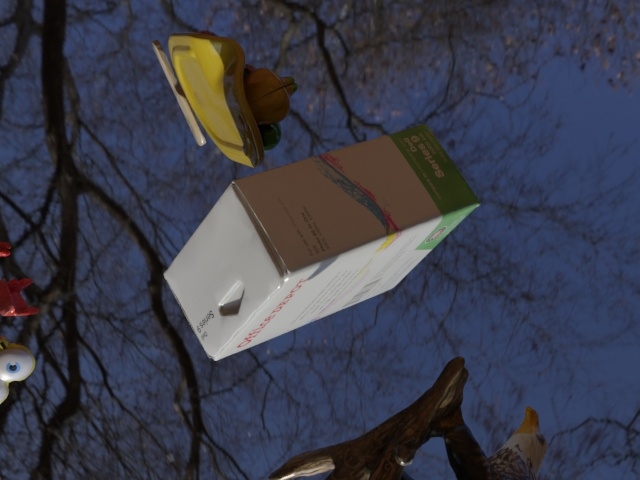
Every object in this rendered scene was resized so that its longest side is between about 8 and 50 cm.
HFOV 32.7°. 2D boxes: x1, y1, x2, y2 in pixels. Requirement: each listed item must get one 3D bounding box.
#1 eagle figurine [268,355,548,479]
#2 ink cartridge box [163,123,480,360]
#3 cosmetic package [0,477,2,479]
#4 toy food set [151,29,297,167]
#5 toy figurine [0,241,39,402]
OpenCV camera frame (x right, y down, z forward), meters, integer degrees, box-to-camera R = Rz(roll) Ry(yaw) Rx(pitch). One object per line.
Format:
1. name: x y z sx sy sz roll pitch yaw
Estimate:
1. eagle figurine: 0.147 0.217 0.766 0.298 0.226 0.225 45 -106 -14
2. ink cartridge box: 0.000 0.000 0.894 0.212 0.154 0.093 -22 -107 -38
3. cosmetic package: -0.221 0.346 0.643 0.156 0.217 0.385 6 -143 -47
4. toy food set: -0.076 -0.141 0.977 0.071 0.128 0.218 -30 -159 -14
5. toy figurine: -0.407 0.098 0.764 0.362 0.217 0.191 -33 -100 10
